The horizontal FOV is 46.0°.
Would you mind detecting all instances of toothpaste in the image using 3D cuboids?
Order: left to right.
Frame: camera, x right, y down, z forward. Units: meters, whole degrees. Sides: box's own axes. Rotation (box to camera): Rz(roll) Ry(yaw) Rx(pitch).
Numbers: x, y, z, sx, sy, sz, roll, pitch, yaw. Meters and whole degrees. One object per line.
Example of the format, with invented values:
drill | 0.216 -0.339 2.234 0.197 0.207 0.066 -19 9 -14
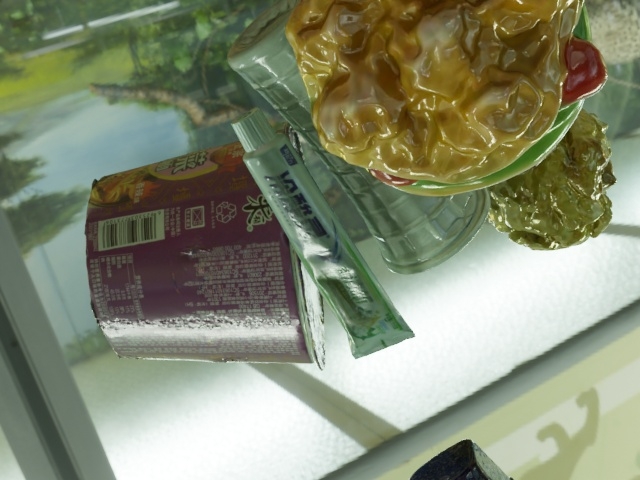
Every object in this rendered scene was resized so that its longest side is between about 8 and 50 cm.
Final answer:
toothpaste | 0.000 0.000 0.765 0.075 0.296 0.048 -25 -159 15

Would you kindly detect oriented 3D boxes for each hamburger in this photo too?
hamburger | 0.086 -0.145 0.544 0.237 0.237 0.149 -14 174 19

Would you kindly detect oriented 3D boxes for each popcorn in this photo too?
popcorn | 0.374 -0.105 1.232 0.249 0.249 0.225 -9 -173 37

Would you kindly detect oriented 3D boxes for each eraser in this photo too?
eraser | 0.280 0.468 1.173 0.155 0.332 0.101 -39 -166 19

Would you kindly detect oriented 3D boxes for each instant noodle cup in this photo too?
instant noodle cup | -0.141 0.024 1.002 0.266 0.339 0.340 -8 -167 4

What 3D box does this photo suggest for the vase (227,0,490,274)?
vase | 0.041 -0.113 0.786 0.143 0.299 0.143 -32 -152 19
